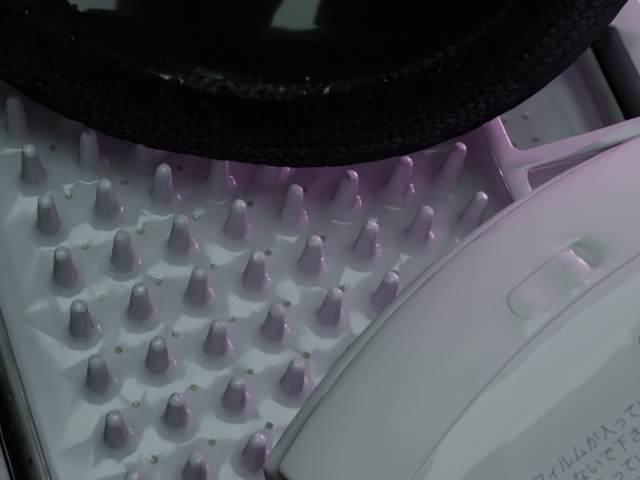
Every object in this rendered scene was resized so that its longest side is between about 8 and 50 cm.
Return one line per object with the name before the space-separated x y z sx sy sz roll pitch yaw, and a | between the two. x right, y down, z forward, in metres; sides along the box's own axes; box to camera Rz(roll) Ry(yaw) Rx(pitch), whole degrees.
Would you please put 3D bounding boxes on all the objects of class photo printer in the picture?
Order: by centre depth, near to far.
photo printer | 0.146 0.119 0.620 0.256 0.107 0.307 -36 94 -14

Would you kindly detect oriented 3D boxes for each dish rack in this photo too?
dish rack | 0.000 0.000 0.737 0.332 0.072 0.286 -15 67 -15

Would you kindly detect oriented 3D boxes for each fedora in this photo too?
fedora | -0.026 -0.191 0.678 0.334 0.334 0.152 17 32 1
